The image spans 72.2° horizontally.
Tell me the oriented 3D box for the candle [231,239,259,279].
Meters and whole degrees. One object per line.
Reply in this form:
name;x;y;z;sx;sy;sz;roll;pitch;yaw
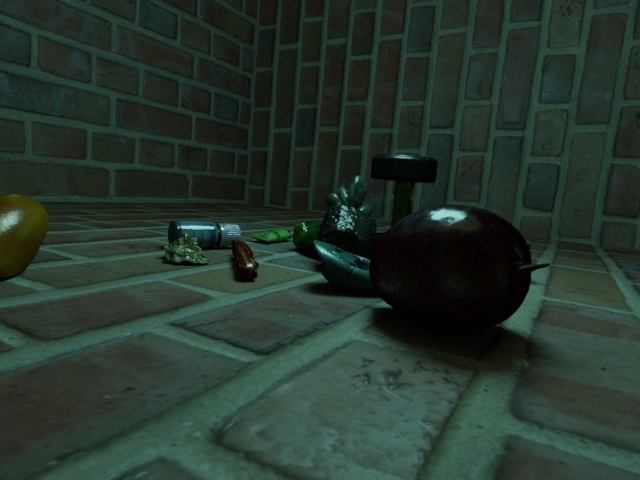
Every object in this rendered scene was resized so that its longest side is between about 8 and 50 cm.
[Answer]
candle;-0.185;0.043;1.074;0.051;0.048;0.329;-11;11;-12

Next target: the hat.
hat;0.058;0.068;0.938;0.190;0.078;0.138;23;14;-6

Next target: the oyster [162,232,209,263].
oyster;-0.344;0.025;1.099;0.108;0.053;0.165;-10;20;-25

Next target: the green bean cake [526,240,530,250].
green bean cake;0.443;0.030;1.252;0.229;0.131;0.224;4;7;-13

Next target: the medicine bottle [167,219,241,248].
medicine bottle;-0.338;-0.017;1.292;0.203;0.084;0.083;-2;9;-33

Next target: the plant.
plant;0.070;-0.052;1.195;0.149;0.146;0.275;29;42;-14

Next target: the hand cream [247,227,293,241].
hand cream;-0.167;-0.018;1.571;0.095;0.046;0.175;13;12;33

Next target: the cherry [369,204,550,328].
cherry;0.204;0.045;0.719;0.300;0.203;0.230;-8;-1;41

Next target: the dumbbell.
dumbbell;0.249;-0.099;1.374;0.203;0.323;0.204;4;7;-1

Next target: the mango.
mango;-0.599;-0.008;0.828;0.125;0.154;0.252;11;20;-7

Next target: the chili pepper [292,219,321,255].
chili pepper;0.000;0.000;1.357;0.136;0.099;0.270;-28;29;-25
